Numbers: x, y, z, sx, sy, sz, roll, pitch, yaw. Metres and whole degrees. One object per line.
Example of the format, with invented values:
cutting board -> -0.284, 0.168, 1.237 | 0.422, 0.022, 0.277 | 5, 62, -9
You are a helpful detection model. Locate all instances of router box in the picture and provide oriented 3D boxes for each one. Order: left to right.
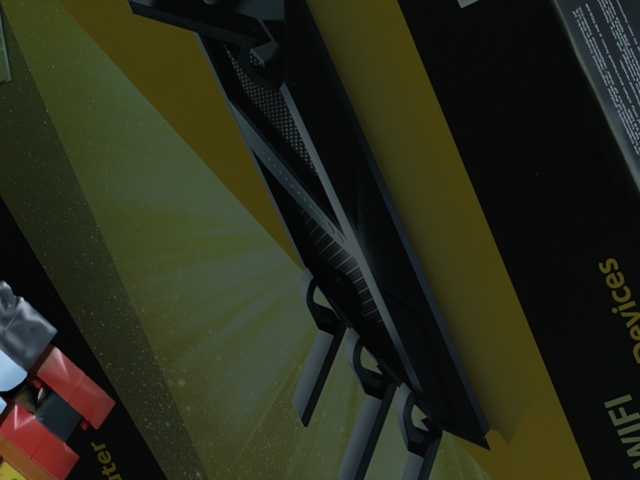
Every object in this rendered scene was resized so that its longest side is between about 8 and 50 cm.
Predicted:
router box -> 0.000, 0.000, 0.627 | 0.308, 0.243, 0.081 | 64, 31, -4

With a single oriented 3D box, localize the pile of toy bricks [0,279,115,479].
pile of toy bricks -> -0.158, 0.029, 0.518 | 0.105, 0.118, 0.212 | -57, 136, -17
